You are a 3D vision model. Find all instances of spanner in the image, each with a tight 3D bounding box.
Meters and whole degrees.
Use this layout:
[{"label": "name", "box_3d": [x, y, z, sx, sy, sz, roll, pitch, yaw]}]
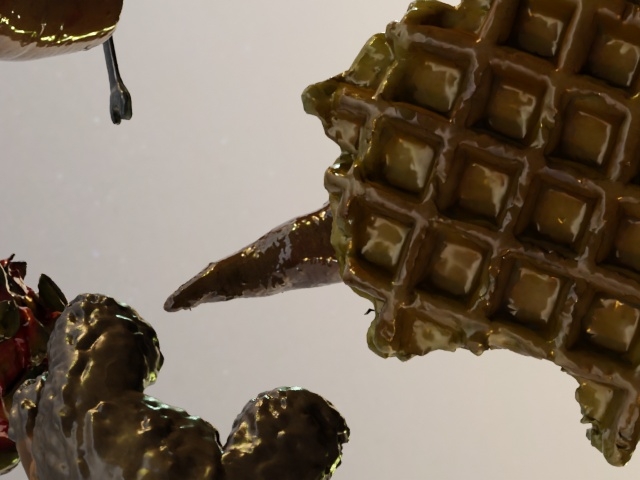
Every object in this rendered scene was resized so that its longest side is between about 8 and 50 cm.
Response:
[{"label": "spanner", "box_3d": [-0.243, -0.241, 1.596, 0.015, 0.054, 0.254, -1, -116, -28]}]

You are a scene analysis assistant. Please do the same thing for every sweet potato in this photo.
[{"label": "sweet potato", "box_3d": [0.005, 0.004, 0.927, 0.068, 0.226, 0.068, 55, 166, 21]}]

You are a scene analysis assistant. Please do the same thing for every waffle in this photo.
[{"label": "waffle", "box_3d": [0.140, -0.024, 0.742, 0.301, 0.281, 0.058, 44, -173, 12]}]

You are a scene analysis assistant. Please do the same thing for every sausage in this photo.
[{"label": "sausage", "box_3d": [-0.265, -0.204, 1.188, 0.109, 0.109, 0.270, 68, -162, 2]}]

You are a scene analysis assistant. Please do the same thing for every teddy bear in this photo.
[{"label": "teddy bear", "box_3d": [-0.092, 0.140, 0.741, 0.140, 0.177, 0.190, -60, -8, -35]}]

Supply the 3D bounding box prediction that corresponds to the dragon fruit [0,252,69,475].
[{"label": "dragon fruit", "box_3d": [-0.358, 0.097, 1.191, 0.231, 0.303, 0.237, 57, -146, -63]}]
